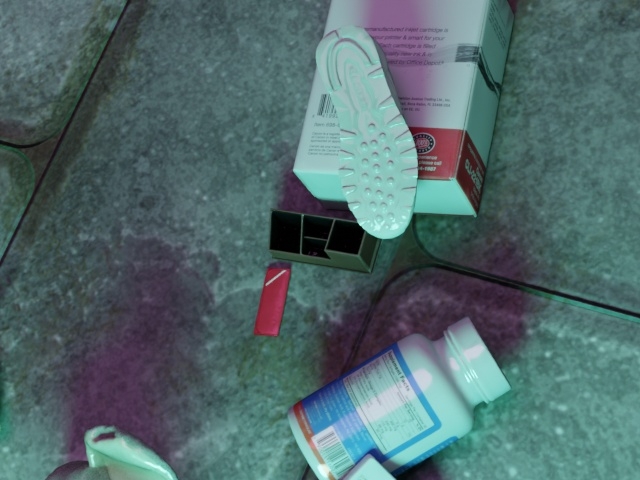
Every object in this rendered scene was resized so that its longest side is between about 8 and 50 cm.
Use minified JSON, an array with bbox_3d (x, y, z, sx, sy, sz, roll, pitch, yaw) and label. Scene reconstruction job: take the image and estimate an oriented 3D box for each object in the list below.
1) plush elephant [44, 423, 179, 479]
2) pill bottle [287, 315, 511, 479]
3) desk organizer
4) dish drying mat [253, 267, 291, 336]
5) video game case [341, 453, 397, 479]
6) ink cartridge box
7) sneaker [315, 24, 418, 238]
[{"bbox_3d":[-0.246,0.340,1.738,0.330,0.272,0.255,-21,63,-33],"label":"plush elephant"},{"bbox_3d":[0.087,0.176,1.774,0.221,0.124,0.124,-31,59,3],"label":"pill bottle"},{"bbox_3d":[0.000,0.000,1.932,0.130,0.050,0.047,9,69,24],"label":"desk organizer"},{"bbox_3d":[-0.056,0.071,1.944,0.032,0.008,0.083,3,67,21],"label":"dish drying mat"},{"bbox_3d":[0.044,0.323,1.725,0.157,0.143,0.019,-46,17,-4],"label":"video game case"},{"bbox_3d":[0.101,-0.176,1.940,0.197,0.114,0.273,4,69,22],"label":"ink cartridge box"},{"bbox_3d":[0.062,-0.117,1.819,0.090,0.095,0.235,-11,85,11],"label":"sneaker"}]
